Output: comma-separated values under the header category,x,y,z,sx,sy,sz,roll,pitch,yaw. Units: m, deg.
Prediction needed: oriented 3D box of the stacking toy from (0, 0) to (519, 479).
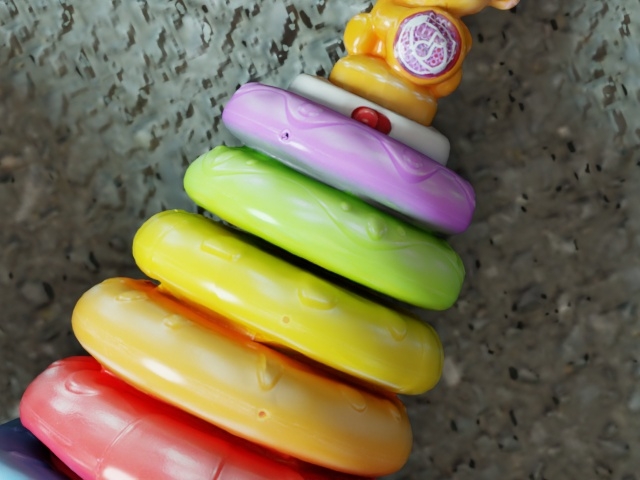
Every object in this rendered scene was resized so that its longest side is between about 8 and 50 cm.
category,x,y,z,sx,sy,sz,roll,pitch,yaw
stacking toy,0.000,0.000,0.769,0.175,0.166,0.302,25,92,2
